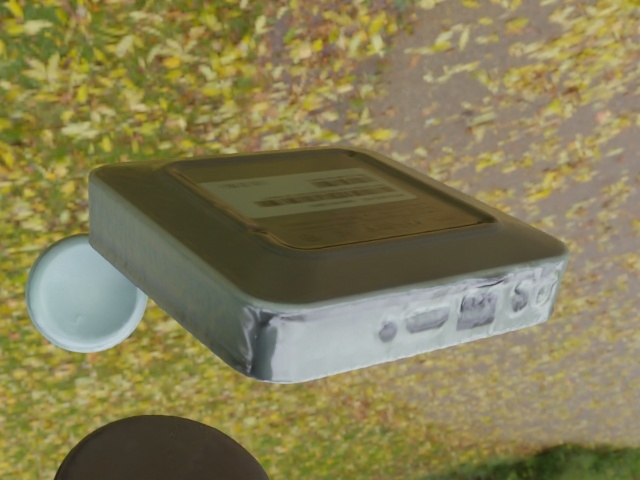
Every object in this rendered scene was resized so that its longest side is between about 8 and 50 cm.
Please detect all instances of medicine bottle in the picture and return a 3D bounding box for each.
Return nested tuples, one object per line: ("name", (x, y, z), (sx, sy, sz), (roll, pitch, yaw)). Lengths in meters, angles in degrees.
("medicine bottle", (-0.291, 0.066, 1.214), (0.139, 0.139, 0.225), (-8, 178, -16))

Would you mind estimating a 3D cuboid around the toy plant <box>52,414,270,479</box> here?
("toy plant", (-0.140, 0.323, 0.725), (0.185, 0.279, 0.400), (0, 129, -21))

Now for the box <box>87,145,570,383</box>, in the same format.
("box", (0.001, -0.001, 1.032), (0.396, 0.396, 0.111), (-10, 116, -35))
